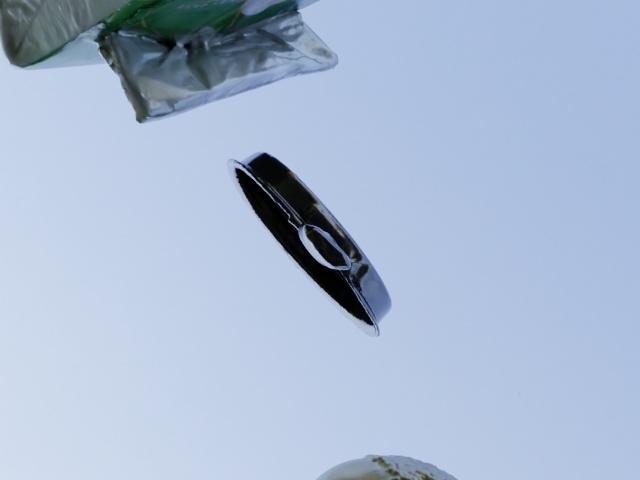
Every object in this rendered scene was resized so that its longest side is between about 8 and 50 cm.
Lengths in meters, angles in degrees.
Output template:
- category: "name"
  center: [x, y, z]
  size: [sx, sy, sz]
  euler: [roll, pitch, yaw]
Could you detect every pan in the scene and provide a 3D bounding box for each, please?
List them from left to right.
- category: "pan"
  center: [0.000, 0.000, 0.582]
  size: [0.028, 0.235, 0.136]
  euler: [-41, -86, -5]

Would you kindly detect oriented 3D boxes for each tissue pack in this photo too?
- category: "tissue pack"
  center: [-0.075, -0.156, 0.649]
  size: [0.148, 0.209, 0.156]
  euler: [-16, -85, 38]

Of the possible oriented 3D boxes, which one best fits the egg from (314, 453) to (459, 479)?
- category: "egg"
  center: [0.068, 0.272, 0.912]
  size: [0.201, 0.164, 0.164]
  euler: [41, -89, -8]
